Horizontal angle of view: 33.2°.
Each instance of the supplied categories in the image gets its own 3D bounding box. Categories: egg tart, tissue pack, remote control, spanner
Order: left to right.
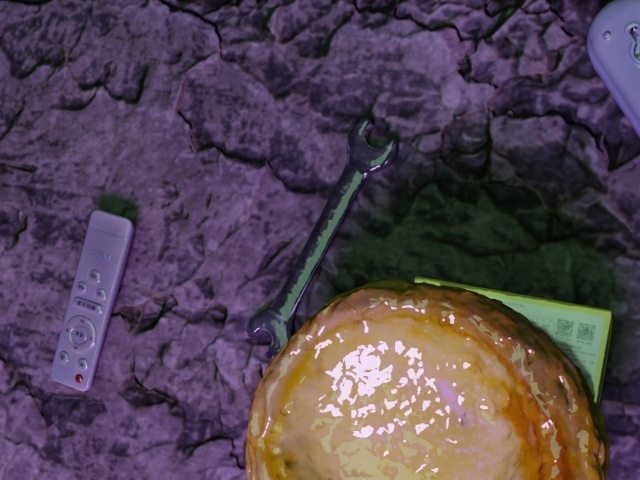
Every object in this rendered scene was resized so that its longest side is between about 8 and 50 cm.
[{"bbox_3d":[-0.232,0.062,1.103,0.050,0.027,0.184,17,93,20],"label":"remote control"},{"bbox_3d":[0.000,0.000,1.039,0.054,0.015,0.254,29,92,18],"label":"spanner"},{"bbox_3d":[0.087,0.169,0.869,0.294,0.123,0.294,-3,83,20],"label":"egg tart"},{"bbox_3d":[0.164,0.095,0.951,0.176,0.062,0.095,9,85,20],"label":"tissue pack"},{"bbox_3d":[0.317,-0.112,0.936,0.087,0.047,0.244,-33,73,14],"label":"remote control"}]
